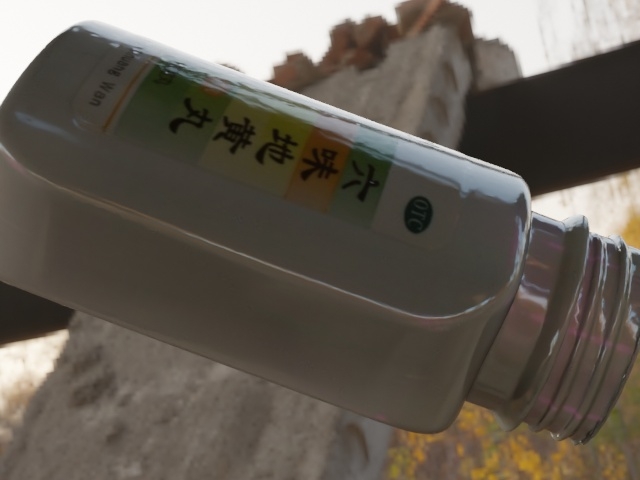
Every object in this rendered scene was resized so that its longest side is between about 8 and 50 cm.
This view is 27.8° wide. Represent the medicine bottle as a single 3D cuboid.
[{"bbox_3d":[0.000,0.000,0.663,0.324,0.124,0.179,22,29,0],"label":"medicine bottle"}]
